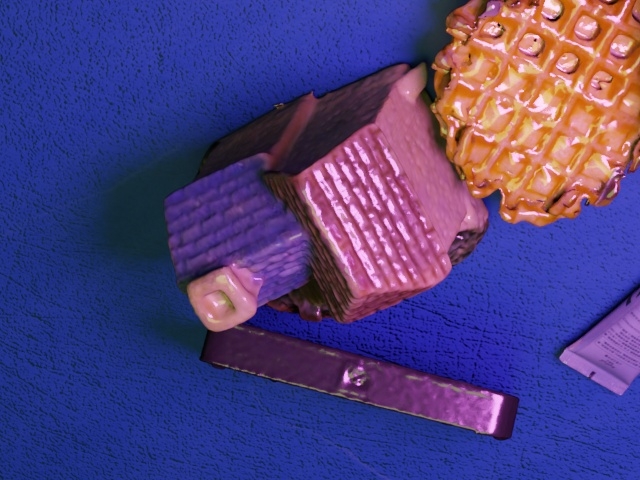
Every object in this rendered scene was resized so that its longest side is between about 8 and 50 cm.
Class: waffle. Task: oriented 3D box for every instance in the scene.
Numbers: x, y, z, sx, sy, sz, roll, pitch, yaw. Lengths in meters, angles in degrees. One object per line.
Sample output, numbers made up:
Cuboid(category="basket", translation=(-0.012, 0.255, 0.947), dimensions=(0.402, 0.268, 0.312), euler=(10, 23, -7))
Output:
Cuboid(category="waffle", translation=(0.246, -0.152, 1.777), dimensions=(0.262, 0.060, 0.280), euler=(-18, 110, 7))

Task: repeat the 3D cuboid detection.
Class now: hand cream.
Cuboid(category="hand cream", translation=(0.379, 0.069, 1.904), dimensions=(0.091, 0.058, 0.271), euler=(29, 125, -16))

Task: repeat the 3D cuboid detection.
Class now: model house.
Cuboid(category="model house", translation=(0.000, 0.000, 1.839), dimensions=(0.321, 0.266, 0.261), euler=(-22, 107, 24))

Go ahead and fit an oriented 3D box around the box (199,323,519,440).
Cuboid(category="box", translation=(0.045, 0.157, 1.949), dimensions=(0.350, 0.211, 0.058), euler=(14, 84, 5))
